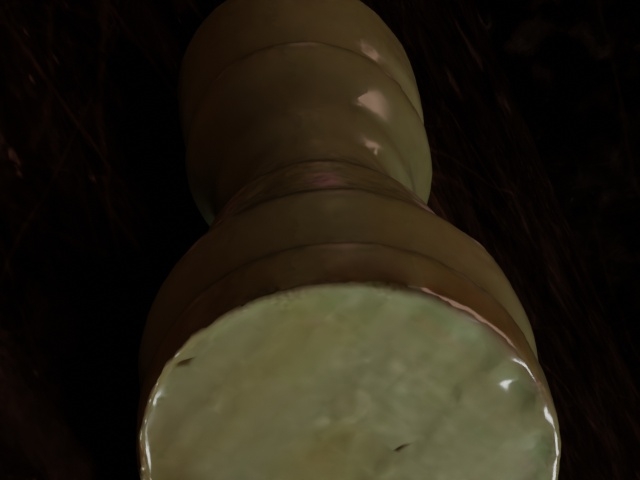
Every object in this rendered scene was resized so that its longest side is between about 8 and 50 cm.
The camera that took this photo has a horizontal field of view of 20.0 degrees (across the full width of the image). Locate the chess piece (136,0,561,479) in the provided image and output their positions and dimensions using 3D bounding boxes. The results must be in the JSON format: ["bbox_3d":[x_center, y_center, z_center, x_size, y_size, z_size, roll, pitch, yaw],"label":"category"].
[{"bbox_3d":[0.000,0.000,1.134,0.234,0.234,0.442,55,14,-30],"label":"chess piece"}]
